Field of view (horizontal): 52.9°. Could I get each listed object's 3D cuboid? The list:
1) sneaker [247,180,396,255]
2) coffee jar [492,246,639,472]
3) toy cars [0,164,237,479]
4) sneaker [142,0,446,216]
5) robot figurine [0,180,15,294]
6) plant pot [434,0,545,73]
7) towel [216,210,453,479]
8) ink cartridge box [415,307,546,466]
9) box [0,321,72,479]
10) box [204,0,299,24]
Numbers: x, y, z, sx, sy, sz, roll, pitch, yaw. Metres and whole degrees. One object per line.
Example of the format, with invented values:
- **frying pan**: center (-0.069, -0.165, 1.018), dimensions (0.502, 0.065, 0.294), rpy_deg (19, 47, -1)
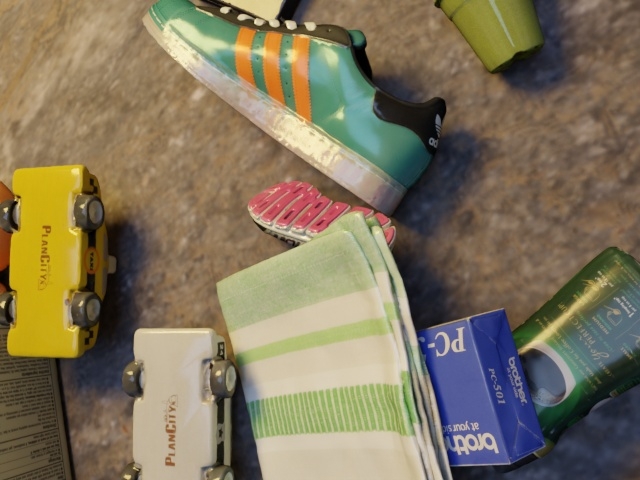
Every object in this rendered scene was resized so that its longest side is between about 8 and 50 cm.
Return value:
- **sneaker**: center (0.000, 0.000, 0.584), dimensions (0.170, 0.075, 0.063), rpy_deg (22, 52, 38)
- **coffee jar**: center (0.188, 0.096, 0.503), dimensions (0.184, 0.079, 0.096), rpy_deg (-40, 66, 11)
- **toy cars**: center (-0.190, 0.098, 0.630), dimensions (0.176, 0.087, 0.394), rpy_deg (-43, 77, 8)
- **sneaker**: center (-0.023, -0.154, 0.591), dimensions (0.302, 0.108, 0.121), rpy_deg (37, 96, 10)
- **robot figurine**: center (-0.417, -0.004, 0.689), dimensions (0.219, 0.128, 0.158), rpy_deg (-20, 71, 15)
- **plant pot**: center (0.152, -0.189, 0.552), dimensions (0.083, 0.083, 0.079), rpy_deg (-25, 89, 14)
- **towel**: center (0.007, 0.164, 0.515), dimensions (0.248, 0.038, 0.325), rpy_deg (-26, 76, 50)
- **ink cartridge box**: center (0.065, 0.124, 0.504), dimensions (0.207, 0.046, 0.097), rpy_deg (-26, 75, 49)
- **box**: center (-0.354, 0.184, 0.639), dimensions (0.126, 0.148, 0.232), rpy_deg (-15, 80, 17)
- **box**: center (-0.053, -0.305, 0.652), dimensions (0.116, 0.029, 0.162), rpy_deg (27, 95, 19)
